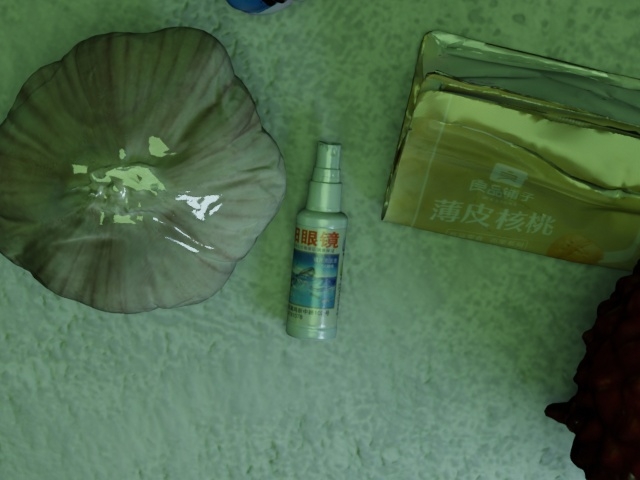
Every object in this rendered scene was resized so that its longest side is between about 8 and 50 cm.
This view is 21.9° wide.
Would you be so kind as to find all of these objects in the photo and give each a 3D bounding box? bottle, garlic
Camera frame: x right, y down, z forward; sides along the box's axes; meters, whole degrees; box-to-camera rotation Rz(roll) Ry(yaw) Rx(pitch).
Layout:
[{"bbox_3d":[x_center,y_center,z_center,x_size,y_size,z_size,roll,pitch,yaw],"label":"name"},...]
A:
[{"bbox_3d":[0.000,0.000,1.813,0.060,0.060,0.217,6,97,-3],"label":"bottle"},{"bbox_3d":[-0.195,-0.060,1.696,0.317,0.259,0.317,0,94,-3],"label":"garlic"}]

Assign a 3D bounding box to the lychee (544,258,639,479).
[{"bbox_3d":[0.448,0.174,1.689,0.500,0.424,0.425,-13,102,44],"label":"lychee"}]

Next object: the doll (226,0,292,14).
[{"bbox_3d":[0.007,-0.372,1.676,0.310,0.240,0.284,-29,113,7],"label":"doll"}]

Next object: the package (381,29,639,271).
[{"bbox_3d":[0.240,-0.086,1.756,0.311,0.165,0.221,14,98,-3],"label":"package"}]
